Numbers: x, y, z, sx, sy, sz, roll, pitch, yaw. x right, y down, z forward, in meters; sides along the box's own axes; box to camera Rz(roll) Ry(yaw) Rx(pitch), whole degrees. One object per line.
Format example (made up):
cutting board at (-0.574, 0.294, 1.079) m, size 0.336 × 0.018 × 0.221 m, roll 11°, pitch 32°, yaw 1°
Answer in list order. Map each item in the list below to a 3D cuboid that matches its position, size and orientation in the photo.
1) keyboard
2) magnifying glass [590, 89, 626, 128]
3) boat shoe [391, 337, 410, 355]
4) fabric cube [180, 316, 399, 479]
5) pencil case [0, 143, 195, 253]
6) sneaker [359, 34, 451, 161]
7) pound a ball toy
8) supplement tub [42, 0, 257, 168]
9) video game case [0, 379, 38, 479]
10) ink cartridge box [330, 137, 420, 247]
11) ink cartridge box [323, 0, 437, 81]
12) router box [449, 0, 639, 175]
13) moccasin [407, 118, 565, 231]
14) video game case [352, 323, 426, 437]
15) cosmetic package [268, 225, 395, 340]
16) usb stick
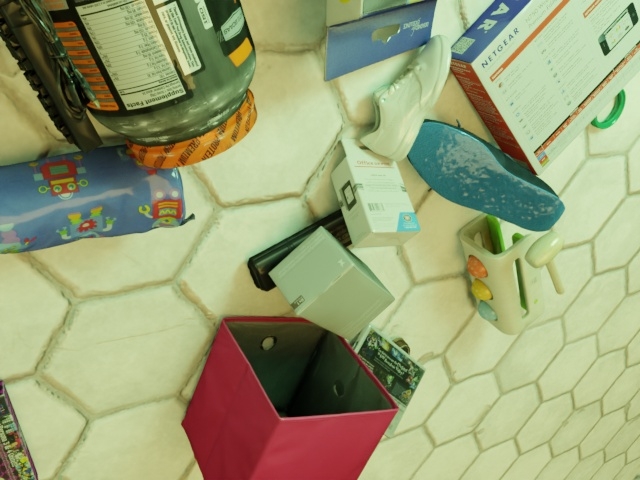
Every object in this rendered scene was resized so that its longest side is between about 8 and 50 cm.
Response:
keyboard at (-0.306, -0.224, 0.551) m, size 0.033 × 0.201 × 0.317 m, roll -40°, pitch 134°, yaw -24°
magnifying glass at (0.590, -0.324, 1.179) m, size 0.092 × 0.026 × 0.231 m, roll -46°, pitch 134°, yaw 1°
boat shoe at (0.163, 0.325, 1.292) m, size 0.073 × 0.073 × 0.207 m, roll 3°, pitch 116°, yaw -31°
fabric cube at (-0.067, 0.319, 1.018) m, size 0.254 × 0.259 × 0.258 m, roll 7°, pitch 117°, yaw -36°
pencil case at (-0.323, -0.045, 0.712) m, size 0.306 × 0.119 × 0.133 m, roll -16°, pitch 154°, yaw -25°
sneaker at (0.134, -0.238, 0.909) m, size 0.094 × 0.080 × 0.212 m, roll 20°, pitch 106°, yaw -14°
pound a ball toy at (0.405, 0.085, 1.200) m, size 0.135 × 0.208 × 0.319 m, roll -35°, pitch 132°, yaw -9°
supplement tub at (-0.194, -0.260, 0.594) m, size 0.207 × 0.207 × 0.338 m, roll -29°, pitch 131°, yaw -14°
video game case at (-0.567, 0.339, 0.853) m, size 0.210 × 0.042 × 0.232 m, roll -15°, pitch 126°, yaw -24°
ink cartridge box at (0.087, -0.081, 0.948) m, size 0.104 × 0.180 × 0.060 m, roll -2°, pitch 154°, yaw -31°
ink cartridge box at (0.117, -0.387, 0.732) m, size 0.303 × 0.072 × 0.307 m, roll -35°, pitch 134°, yaw -43°
router box at (0.425, -0.337, 1.005) m, size 0.335 × 0.082 × 0.301 m, roll -46°, pitch 127°, yaw 1°
moccasin at (0.292, -0.118, 1.048) m, size 0.342 × 0.117 × 0.138 m, roll 31°, pitch 115°, yaw -18°
video game case at (0.124, 0.302, 1.203) m, size 0.190 × 0.022 × 0.173 m, roll 40°, pitch 70°, yaw -22°
cosmetic package at (0.028, 0.083, 0.985) m, size 0.127 × 0.107 × 0.238 m, roll -41°, pitch 147°, yaw 4°
usb stick at (0.000, 0.000, 0.996) m, size 0.278 × 0.045 × 0.077 m, roll -29°, pitch 126°, yaw -14°
